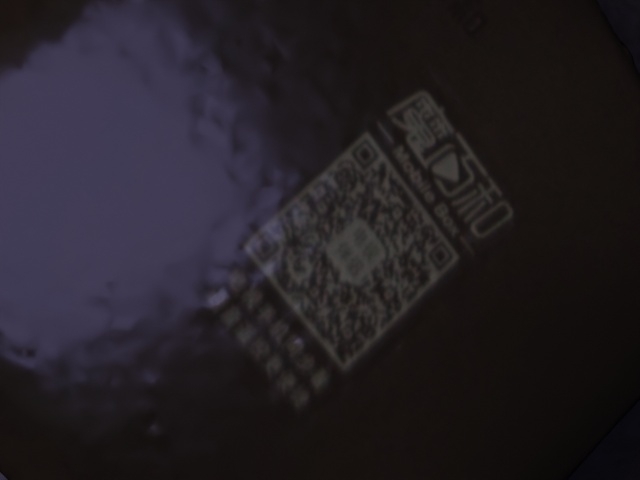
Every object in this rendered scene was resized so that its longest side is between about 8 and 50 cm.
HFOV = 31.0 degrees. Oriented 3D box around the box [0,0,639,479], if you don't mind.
[{"bbox_3d":[0.000,0.000,0.436,0.289,0.073,0.290,-43,110,-15],"label":"box"}]
